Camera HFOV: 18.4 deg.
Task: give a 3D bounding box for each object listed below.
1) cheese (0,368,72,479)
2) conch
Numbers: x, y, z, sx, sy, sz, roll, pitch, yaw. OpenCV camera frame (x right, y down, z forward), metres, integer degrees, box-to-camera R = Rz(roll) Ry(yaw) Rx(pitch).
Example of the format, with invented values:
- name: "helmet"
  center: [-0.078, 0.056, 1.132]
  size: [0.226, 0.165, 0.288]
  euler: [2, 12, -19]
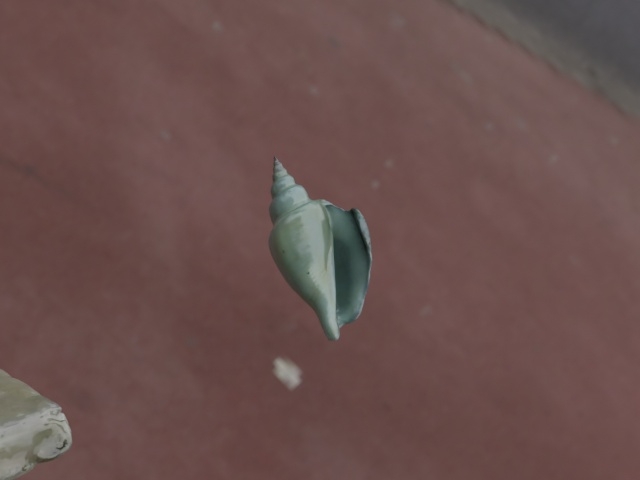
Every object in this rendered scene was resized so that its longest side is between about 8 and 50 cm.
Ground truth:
- name: "cheese"
  center: [-0.291, 0.133, 0.827]
  size: [0.400, 0.034, 0.085]
  euler: [-21, 34, -33]
- name: "conch"
  center: [-0.003, 0.002, 1.814]
  size: [0.065, 0.088, 0.180]
  euler: [130, -62, -76]
